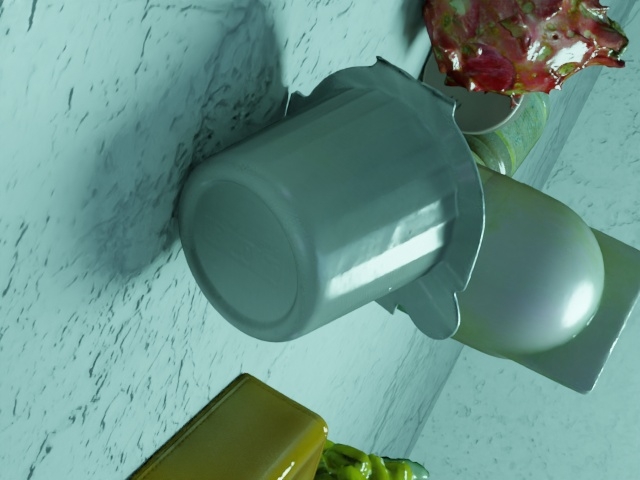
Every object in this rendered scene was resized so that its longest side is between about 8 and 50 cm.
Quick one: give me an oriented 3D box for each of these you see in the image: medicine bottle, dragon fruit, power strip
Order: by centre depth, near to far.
[{"bbox_3d":[0.261,-0.280,1.327,0.205,0.268,0.210,66,39,-71],"label":"dragon fruit"},{"bbox_3d":[0.226,0.027,1.426,0.236,0.406,0.236,-54,160,-29],"label":"medicine bottle"},{"bbox_3d":[0.228,-0.227,1.493,0.154,0.154,0.078,-68,164,13],"label":"power strip"},{"bbox_3d":[0.251,-0.152,1.682,0.322,0.151,0.151,-49,158,-42],"label":"medicine bottle"}]

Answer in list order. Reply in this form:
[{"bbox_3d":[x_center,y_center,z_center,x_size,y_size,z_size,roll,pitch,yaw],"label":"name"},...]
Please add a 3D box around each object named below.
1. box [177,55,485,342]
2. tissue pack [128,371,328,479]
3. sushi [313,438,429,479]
[{"bbox_3d":[0.000,0.000,0.991,0.206,0.262,0.291,-26,100,-40],"label":"box"},{"bbox_3d":[-0.123,0.324,1.283,0.274,0.145,0.194,-41,151,-54],"label":"tissue pack"},{"bbox_3d":[0.041,0.453,1.678,0.328,0.327,0.285,-19,122,-65],"label":"sushi"}]
